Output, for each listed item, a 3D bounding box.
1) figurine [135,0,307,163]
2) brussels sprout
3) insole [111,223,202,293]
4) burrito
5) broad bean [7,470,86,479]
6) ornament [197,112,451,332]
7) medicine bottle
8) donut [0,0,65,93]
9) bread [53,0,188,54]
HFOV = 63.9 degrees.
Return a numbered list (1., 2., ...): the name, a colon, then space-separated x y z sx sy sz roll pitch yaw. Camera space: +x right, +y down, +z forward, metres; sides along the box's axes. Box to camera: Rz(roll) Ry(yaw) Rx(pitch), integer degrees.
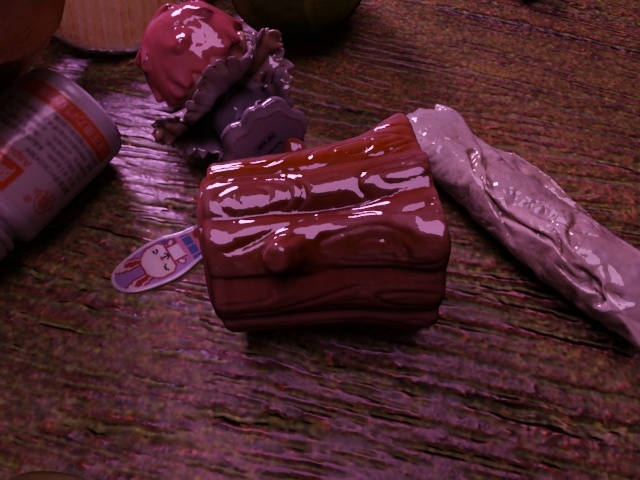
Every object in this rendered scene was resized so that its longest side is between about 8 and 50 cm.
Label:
1. figurine: -0.151 -0.224 0.698 0.207 0.166 0.387 -44 50 7
2. brussels sprout: -0.037 -0.439 0.803 0.219 0.210 0.271 -15 45 16
3. insole: -0.163 0.008 0.635 0.197 0.004 0.065 -29 63 -17
4. burrito: 0.251 -0.040 0.629 0.117 0.076 0.392 -34 64 -21
5. broad bean: -0.242 0.282 0.416 0.124 0.082 0.174 5 59 5
6. ornament: 0.000 0.000 0.530 0.217 0.235 0.221 -7 14 0
7. medicine bottle: -0.369 -0.074 0.603 0.144 0.144 0.252 26 64 14
8. donut: -0.465 -0.195 0.535 0.198 0.449 0.449 45 58 -24
9. bread: -0.334 -0.415 0.778 0.267 0.267 0.040 -25 25 -16
